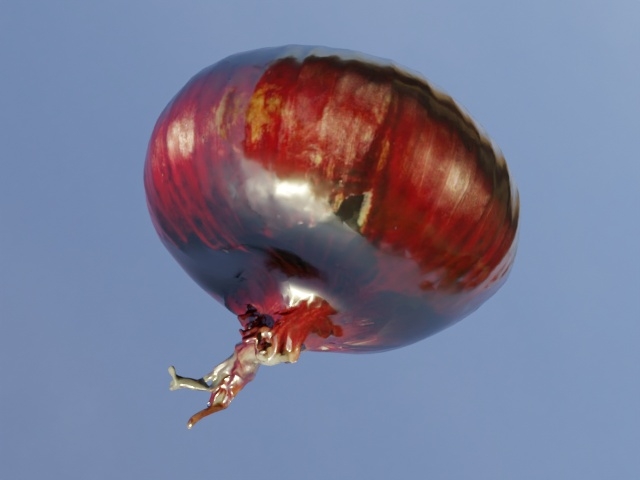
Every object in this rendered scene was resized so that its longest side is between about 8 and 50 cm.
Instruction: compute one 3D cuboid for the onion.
[{"bbox_3d":[0.000,0.000,1.225,0.273,0.273,0.285,34,-117,-30],"label":"onion"}]
